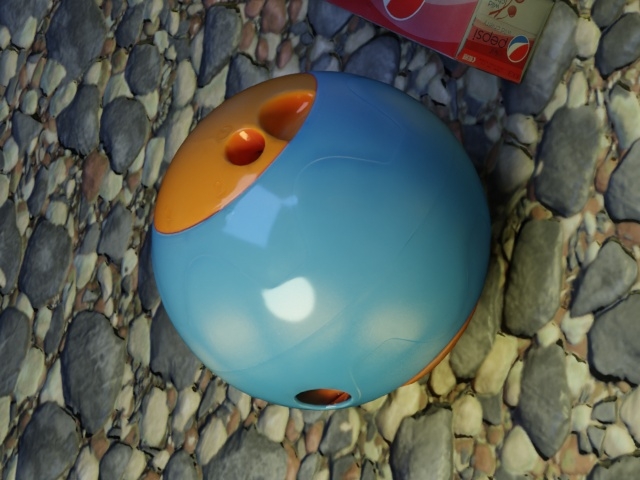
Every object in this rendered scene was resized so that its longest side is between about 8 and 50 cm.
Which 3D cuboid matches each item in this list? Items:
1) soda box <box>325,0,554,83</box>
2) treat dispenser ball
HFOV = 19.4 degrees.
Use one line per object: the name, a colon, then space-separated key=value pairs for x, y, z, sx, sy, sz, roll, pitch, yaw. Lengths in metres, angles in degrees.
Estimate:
soda box: x=0.086 y=-0.227 z=1.716 sx=0.263 sy=0.092 sz=0.083 roll=32 pitch=103 yaw=49
treat dispenser ball: x=0.000 y=0.000 z=1.589 sx=0.288 sy=0.288 sz=0.288 roll=-19 pitch=64 yaw=44
